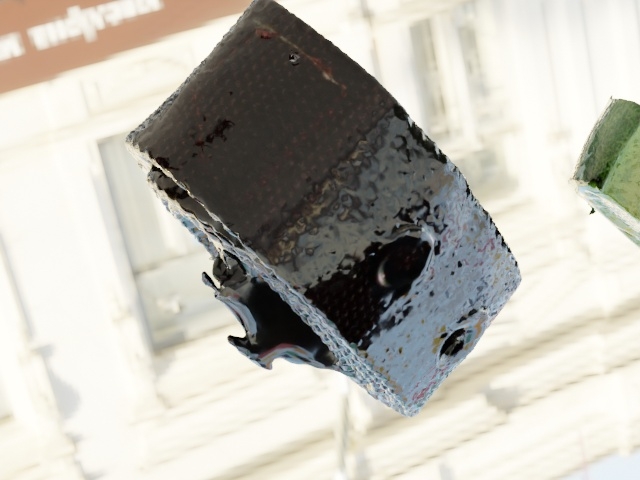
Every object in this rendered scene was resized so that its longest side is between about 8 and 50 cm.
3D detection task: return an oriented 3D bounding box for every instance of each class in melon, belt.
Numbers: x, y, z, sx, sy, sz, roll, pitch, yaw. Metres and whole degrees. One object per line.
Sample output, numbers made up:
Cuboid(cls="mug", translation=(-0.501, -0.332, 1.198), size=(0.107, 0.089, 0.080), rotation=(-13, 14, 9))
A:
Cuboid(cls="melon", translation=(0.231, -0.019, 1.068), size=(0.064, 0.209, 0.118), rotation=(-52, -150, -2))
Cuboid(cls="belt", translation=(0.000, 0.000, 0.951), size=(0.164, 0.289, 0.184), rotation=(-49, -129, -7))
